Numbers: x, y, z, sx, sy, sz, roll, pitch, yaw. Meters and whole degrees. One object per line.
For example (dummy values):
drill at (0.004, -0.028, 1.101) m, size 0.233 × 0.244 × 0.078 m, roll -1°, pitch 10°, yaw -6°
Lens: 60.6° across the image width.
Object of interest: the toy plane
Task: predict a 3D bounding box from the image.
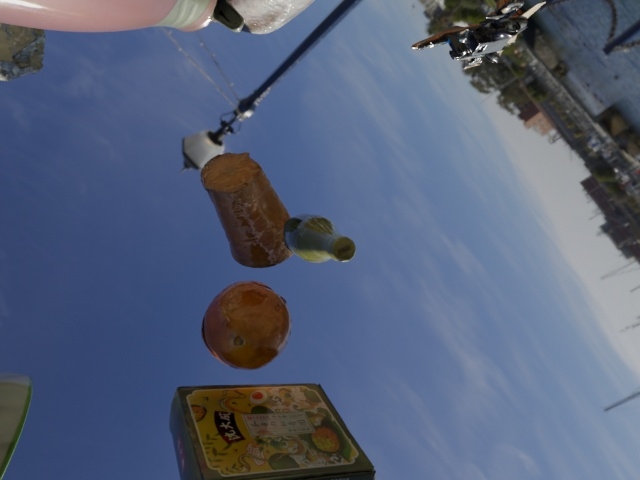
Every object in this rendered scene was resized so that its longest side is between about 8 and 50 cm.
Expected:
toy plane at (0.194, -0.251, 0.680) m, size 0.188 × 0.135 × 0.062 m, roll -31°, pitch -103°, yaw -26°

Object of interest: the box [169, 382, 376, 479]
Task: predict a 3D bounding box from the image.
box at (-0.130, 0.504, 1.333) m, size 0.421 × 0.138 × 0.373 m, roll 6°, pitch -163°, yaw -25°

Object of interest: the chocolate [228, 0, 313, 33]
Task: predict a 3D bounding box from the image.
chocolate at (-0.084, -0.514, 1.121) m, size 0.185 × 0.303 × 0.100 m, roll -9°, pitch -97°, yaw -46°

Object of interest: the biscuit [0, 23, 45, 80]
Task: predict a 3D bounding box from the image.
biscuit at (-0.499, -0.329, 0.850) m, size 0.188 × 0.265 × 0.040 m, roll 47°, pitch 178°, yaw 14°

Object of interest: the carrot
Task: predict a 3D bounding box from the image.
carrot at (-0.162, -0.082, 1.323) m, size 0.195 × 0.196 × 0.254 m, roll -99°, pitch -4°, yaw -45°

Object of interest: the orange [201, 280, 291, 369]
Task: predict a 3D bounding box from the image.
orange at (-0.196, 0.229, 1.475) m, size 0.240 × 0.240 × 0.240 m, roll 39°, pitch -151°, yaw -26°

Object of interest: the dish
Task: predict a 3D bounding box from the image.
dish at (-0.600, 0.350, 0.865) m, size 0.124 × 0.324 × 0.324 m, roll 32°, pitch -148°, yaw -29°

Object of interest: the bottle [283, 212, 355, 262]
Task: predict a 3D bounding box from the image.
bottle at (0.000, 0.000, 0.913) m, size 0.083 × 0.083 × 0.270 m, roll 44°, pitch 173°, yaw -17°

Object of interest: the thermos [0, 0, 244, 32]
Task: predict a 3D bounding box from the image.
thermos at (-0.175, -0.238, 0.437) m, size 0.265 × 0.177 × 0.145 m, roll -18°, pitch -80°, yaw -60°
